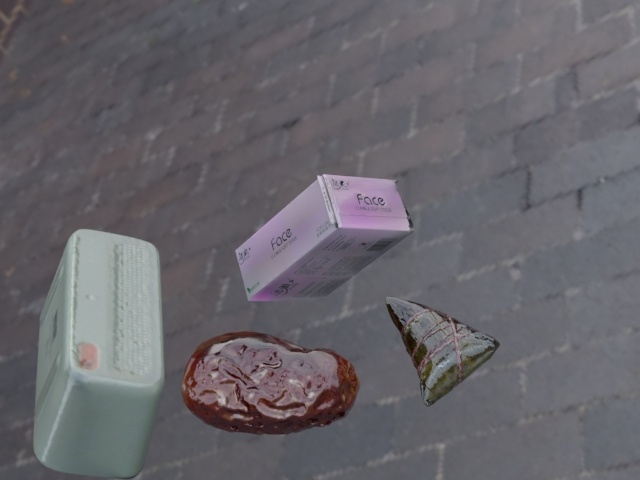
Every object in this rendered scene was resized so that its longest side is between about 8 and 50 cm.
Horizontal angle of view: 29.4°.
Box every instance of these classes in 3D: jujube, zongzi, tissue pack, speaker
[{"bbox_3d":[-0.035,0.101,0.872,0.129,0.077,0.077,-1,47,21],"label":"jujube"},{"bbox_3d":[0.090,0.074,0.880,0.067,0.073,0.083,-48,55,11],"label":"zongzi"},{"bbox_3d":[0.000,0.000,1.811,0.246,0.149,0.092,-38,60,43],"label":"tissue pack"},{"bbox_3d":[-0.344,0.165,1.927,0.406,0.183,0.184,-104,31,-54],"label":"speaker"}]
